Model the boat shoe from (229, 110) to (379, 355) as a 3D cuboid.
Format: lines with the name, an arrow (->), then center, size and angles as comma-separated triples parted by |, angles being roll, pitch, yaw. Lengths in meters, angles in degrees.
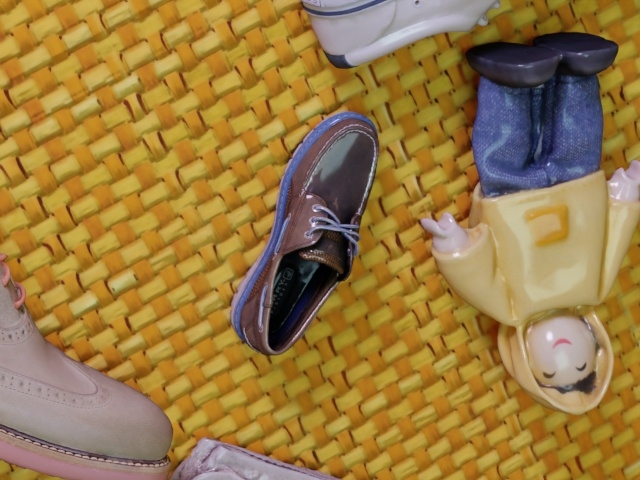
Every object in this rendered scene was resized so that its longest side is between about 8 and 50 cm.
boat shoe -> 0.000, 0.000, 1.350 | 0.066, 0.066, 0.183 | 18, 100, -25

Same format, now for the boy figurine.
boy figurine -> 0.157, -0.004, 1.397 | 0.177, 0.092, 0.285 | -9, 107, -21

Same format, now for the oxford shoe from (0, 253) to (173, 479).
oxford shoe -> -0.239, 0.037, 1.237 | 0.397, 0.140, 0.146 | 32, 87, -29

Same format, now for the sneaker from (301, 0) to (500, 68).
sneaker -> 0.104, -0.198, 1.323 | 0.258, 0.094, 0.091 | -22, 132, -8

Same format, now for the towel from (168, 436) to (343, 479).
towel -> -0.067, 0.294, 1.435 | 0.187, 0.049, 0.282 | 20, 100, -25
